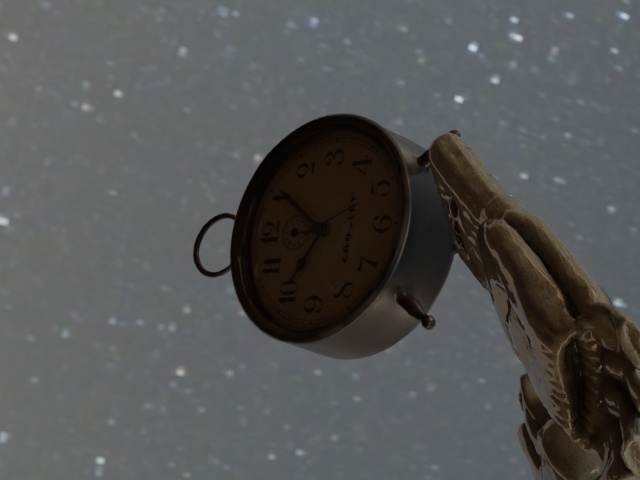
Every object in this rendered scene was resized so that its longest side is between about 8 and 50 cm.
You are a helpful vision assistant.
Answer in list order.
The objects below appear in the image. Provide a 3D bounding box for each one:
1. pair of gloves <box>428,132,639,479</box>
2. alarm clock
[{"bbox_3d":[0.119,0.085,0.778,0.042,0.240,0.204,-21,-151,-3],"label":"pair of gloves"},{"bbox_3d":[0.000,0.000,0.979,0.192,0.064,0.129,-1,-107,40],"label":"alarm clock"}]
